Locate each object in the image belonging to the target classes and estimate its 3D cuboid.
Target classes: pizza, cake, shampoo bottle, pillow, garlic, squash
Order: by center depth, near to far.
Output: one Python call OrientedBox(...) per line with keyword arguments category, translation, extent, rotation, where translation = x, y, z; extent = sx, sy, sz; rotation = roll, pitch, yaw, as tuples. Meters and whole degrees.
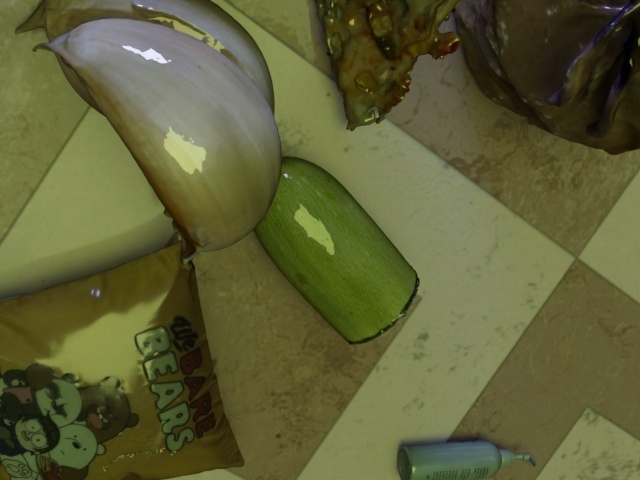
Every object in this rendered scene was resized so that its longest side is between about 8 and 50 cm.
OrientedBox(category="garlic", translation=(-0.158, -0.139, 0.999), extent=(0.249, 0.286, 0.313), rotation=(-12, 117, 29))
OrientedBox(category="cake", translation=(0.346, -0.267, 1.072), extent=(0.332, 0.321, 0.333), rotation=(-4, 107, -14))
OrientedBox(category="pizza", translation=(0.072, -0.260, 1.078), extent=(0.189, 0.071, 0.297), rotation=(34, 127, 2))
OrientedBox(category="pillow", translation=(-0.265, 0.178, 1.120), extent=(0.312, 0.119, 0.310), rotation=(-15, 107, -10))
OrientedBox(category="squash", translation=(0.000, 0.000, 1.148), extent=(0.132, 0.132, 0.247), rotation=(-43, 110, -1))
OrientedBox(category="shampoo bottle", translation=(0.207, 0.311, 1.337), extent=(0.195, 0.056, 0.056), rotation=(0, 105, -18))
